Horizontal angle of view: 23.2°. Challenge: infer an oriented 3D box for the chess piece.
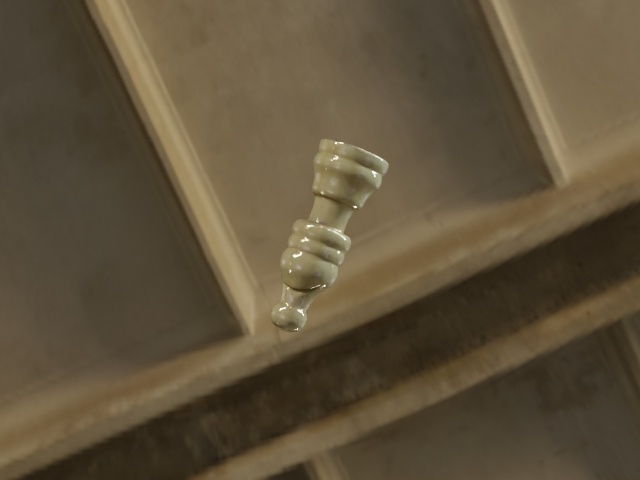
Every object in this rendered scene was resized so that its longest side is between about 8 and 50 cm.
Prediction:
[{"bbox_3d":[0.000,0.000,0.740,0.035,0.035,0.092,23,-95,-18],"label":"chess piece"}]
